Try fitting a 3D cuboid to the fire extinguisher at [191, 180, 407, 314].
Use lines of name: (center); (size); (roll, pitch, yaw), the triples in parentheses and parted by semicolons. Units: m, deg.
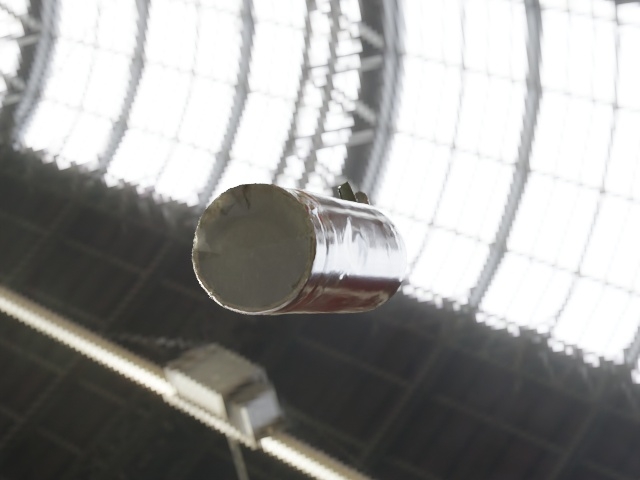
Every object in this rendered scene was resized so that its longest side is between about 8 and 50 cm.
fire extinguisher: (0.000, 0.000, 0.981); (0.072, 0.089, 0.268); (-23, 172, 15)
